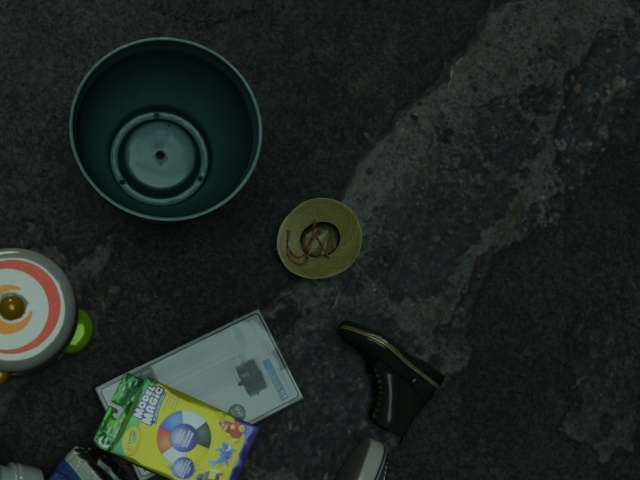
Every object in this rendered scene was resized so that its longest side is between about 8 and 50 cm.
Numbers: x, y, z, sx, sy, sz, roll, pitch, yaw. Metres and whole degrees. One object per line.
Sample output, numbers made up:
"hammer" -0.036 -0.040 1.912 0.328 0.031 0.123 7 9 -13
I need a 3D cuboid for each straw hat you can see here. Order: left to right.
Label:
"straw hat" 0.000 0.000 1.931 0.145 0.061 0.144 -1 83 6

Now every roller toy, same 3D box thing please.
"roller toy" -0.475 0.113 1.768 0.209 0.146 0.191 -26 84 -14

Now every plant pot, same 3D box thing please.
"plant pot" -0.252 -0.155 1.842 0.293 0.196 0.293 2 79 -11

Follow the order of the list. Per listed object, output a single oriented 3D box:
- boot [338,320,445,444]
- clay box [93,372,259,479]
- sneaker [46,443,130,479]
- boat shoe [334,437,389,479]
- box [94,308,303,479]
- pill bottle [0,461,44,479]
"boot" 0.093 0.233 1.899 0.198 0.077 0.137 32 80 -2
"clay box" -0.220 0.298 1.739 0.222 0.053 0.127 25 75 -7
"sneaker" -0.304 0.472 1.757 0.147 0.130 0.330 -42 93 4
"boat shoe" 0.073 0.496 1.822 0.158 0.127 0.340 24 84 -10
"box" -0.195 0.249 1.827 0.290 0.087 0.169 -24 84 -15
"pill bottle" -0.574 0.364 1.658 0.319 0.176 0.176 17 75 -26
